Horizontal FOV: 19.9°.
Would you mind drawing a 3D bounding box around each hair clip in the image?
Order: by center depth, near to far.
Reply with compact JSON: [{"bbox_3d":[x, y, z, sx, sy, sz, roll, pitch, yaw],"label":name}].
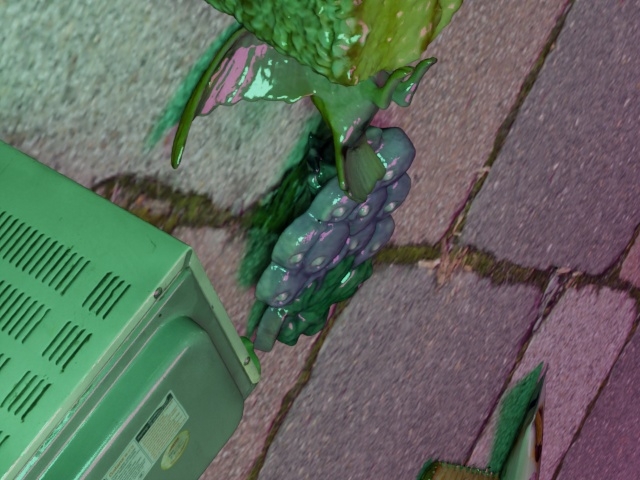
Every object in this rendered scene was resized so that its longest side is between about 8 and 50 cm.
[{"bbox_3d":[-0.001,-0.001,1.183,0.124,0.052,0.195,-27,148,-33],"label":"hair clip"}]

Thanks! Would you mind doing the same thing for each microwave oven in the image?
[{"bbox_3d":[-0.165,0.096,0.826,0.240,0.194,0.145,-52,154,-19],"label":"microwave oven"}]

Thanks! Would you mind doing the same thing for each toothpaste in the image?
[{"bbox_3d":[0.184,0.260,1.764,0.056,0.058,0.314,-13,131,-26],"label":"toothpaste"}]

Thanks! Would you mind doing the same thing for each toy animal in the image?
[{"bbox_3d":[0.022,-0.110,1.043,0.219,0.095,0.155,-16,135,-55],"label":"toy animal"}]

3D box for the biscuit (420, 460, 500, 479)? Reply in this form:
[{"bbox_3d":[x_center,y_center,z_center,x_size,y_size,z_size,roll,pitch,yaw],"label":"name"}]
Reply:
[{"bbox_3d":[0.108,0.265,1.670,0.144,0.016,0.203,-61,153,4],"label":"biscuit"}]

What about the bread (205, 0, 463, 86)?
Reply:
[{"bbox_3d":[-0.006,-0.212,0.787,0.110,0.184,0.234,-27,140,-38],"label":"bread"}]

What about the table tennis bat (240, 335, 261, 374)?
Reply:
[{"bbox_3d":[-0.131,0.124,1.088,0.257,0.039,0.160,-30,144,-40],"label":"table tennis bat"}]
